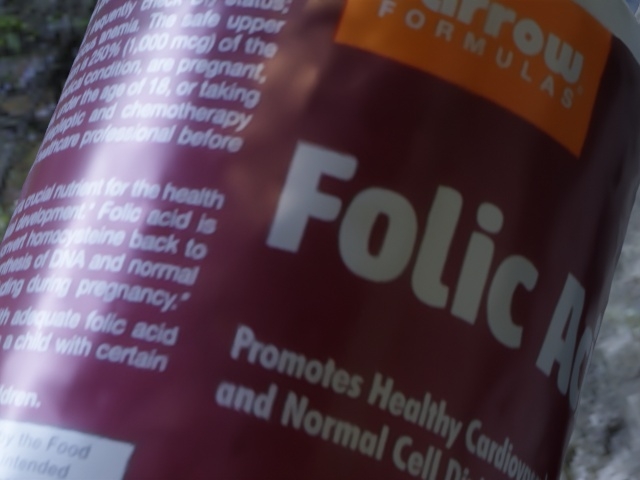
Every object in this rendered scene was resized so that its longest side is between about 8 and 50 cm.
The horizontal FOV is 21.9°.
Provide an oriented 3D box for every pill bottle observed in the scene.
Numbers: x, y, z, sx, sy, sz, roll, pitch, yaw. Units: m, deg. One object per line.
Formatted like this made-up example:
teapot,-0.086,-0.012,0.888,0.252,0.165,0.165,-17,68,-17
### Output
pill bottle,0.000,0.000,0.627,0.224,0.224,0.392,-6,59,50
